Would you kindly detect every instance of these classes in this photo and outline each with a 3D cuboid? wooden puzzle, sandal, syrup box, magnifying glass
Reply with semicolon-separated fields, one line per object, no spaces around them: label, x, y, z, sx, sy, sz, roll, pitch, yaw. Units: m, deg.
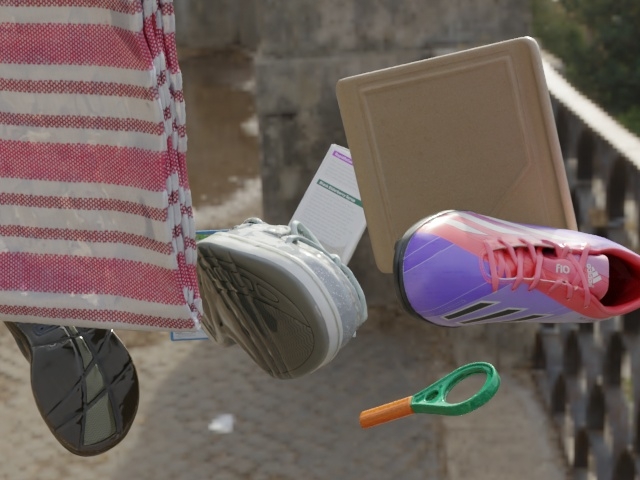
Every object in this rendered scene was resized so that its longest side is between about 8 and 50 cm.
wooden puzzle;0.145;-0.088;1.424;0.238;0.221;0.044;-10;8;27
sandal;-0.222;0.100;1.133;0.090;0.060;0.219;-25;52;-24
syrup box;0.000;0.000;1.766;0.096;0.237;0.093;29;-19;1
magnifying glass;0.158;0.234;1.932;0.231;0.026;0.092;-20;27;29

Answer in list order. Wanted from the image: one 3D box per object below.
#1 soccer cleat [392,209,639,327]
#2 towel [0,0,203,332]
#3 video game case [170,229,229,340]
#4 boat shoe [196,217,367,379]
soccer cleat;0.195;0.029;1.221;0.116;0.109;0.318;-1;-4;45
towel;-0.129;-0.051;0.572;0.144;0.197;0.029;2;20;19
video game case;-0.173;0.068;2.028;0.119;0.166;0.015;-3;-4;-2
boat shoe;-0.035;0.031;1.030;0.103;0.118;0.320;-32;7;-16
